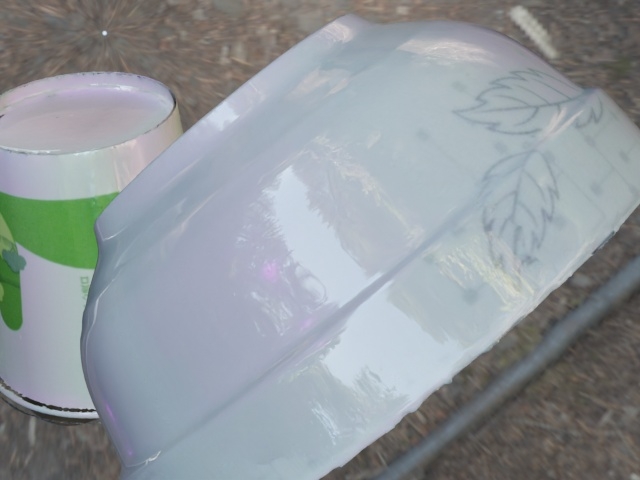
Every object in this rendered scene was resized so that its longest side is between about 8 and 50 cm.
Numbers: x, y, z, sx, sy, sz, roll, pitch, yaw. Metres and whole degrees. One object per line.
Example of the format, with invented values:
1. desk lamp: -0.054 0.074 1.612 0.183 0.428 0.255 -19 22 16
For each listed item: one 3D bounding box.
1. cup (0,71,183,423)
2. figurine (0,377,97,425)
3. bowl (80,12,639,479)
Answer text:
1. cup: -0.213 -0.004 1.456 0.253 0.253 0.274 -7 120 -7
2. figurine: -0.267 0.133 1.798 0.276 0.158 0.161 -18 58 -4
3. bowl: 0.000 0.000 0.699 0.287 0.287 0.144 -40 91 -1
